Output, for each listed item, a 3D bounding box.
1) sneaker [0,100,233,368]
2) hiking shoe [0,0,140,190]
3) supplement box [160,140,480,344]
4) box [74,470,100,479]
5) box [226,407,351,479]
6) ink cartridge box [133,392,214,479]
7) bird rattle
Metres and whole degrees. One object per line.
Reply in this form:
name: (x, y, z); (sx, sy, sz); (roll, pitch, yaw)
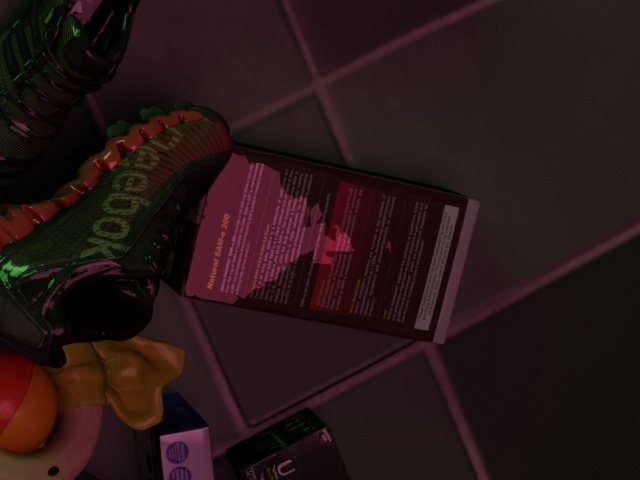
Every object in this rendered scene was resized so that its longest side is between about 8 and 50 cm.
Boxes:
sneaker: (-0.146, -0.001, 1.333); (0.276, 0.135, 0.098); (-38, 157, -36)
hiking shoe: (-0.205, -0.135, 1.381); (0.086, 0.114, 0.227); (28, 91, -23)
supplement box: (0.000, 0.000, 1.509); (0.239, 0.073, 0.130); (12, 96, -23)
box: (-0.240, 0.308, 1.477); (0.060, 0.100, 0.244); (36, 89, -25)
box: (-0.027, 0.193, 1.555); (0.083, 0.052, 0.062); (-26, 111, -14)
ink cartridge box: (-0.115, 0.240, 1.509); (0.046, 0.097, 0.207); (-10, 105, -18)
bird rattle: (-0.231, 0.090, 1.374); (0.253, 0.143, 0.207); (44, 42, -33)
